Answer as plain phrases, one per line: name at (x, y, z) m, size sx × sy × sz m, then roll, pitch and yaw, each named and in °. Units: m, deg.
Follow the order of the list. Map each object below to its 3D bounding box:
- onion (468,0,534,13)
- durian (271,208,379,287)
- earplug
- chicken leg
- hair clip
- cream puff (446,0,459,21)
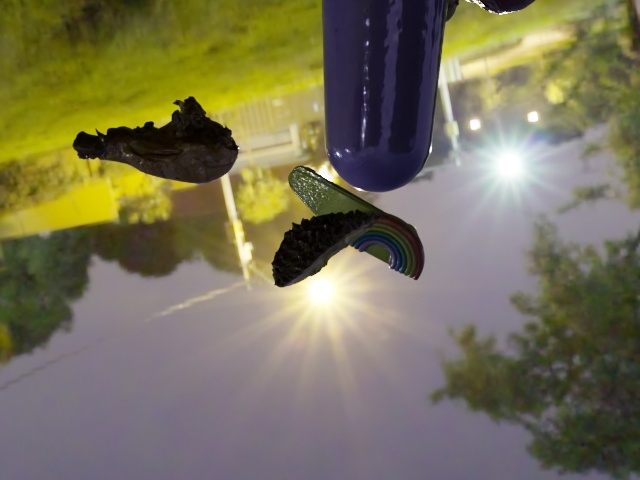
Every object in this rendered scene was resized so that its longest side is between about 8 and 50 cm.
onion at (0.335, -0.579, 1.923) m, size 0.281 × 0.281 × 0.221 m, roll -20°, pitch 162°, yaw -51°
durian at (0.005, 0.007, 1.014) m, size 0.130 × 0.066 × 0.052 m, roll -36°, pitch -141°, yaw -4°
earplug at (0.098, -0.302, 1.564) m, size 0.215 × 0.455 × 0.215 m, roll 2°, pitch -169°, yaw 0°
chicken leg at (-0.207, -0.127, 1.259) m, size 0.208 × 0.101 × 0.085 m, roll 4°, pitch -157°, yaw 2°
hair clip at (0.041, -0.025, 1.119) m, size 0.188 × 0.060 × 0.033 m, roll 34°, pitch -150°, yaw 9°
cream puff at (0.187, -0.457, 1.865) m, size 0.149 × 0.084 × 0.149 m, roll 5°, pitch 146°, yaw 3°
